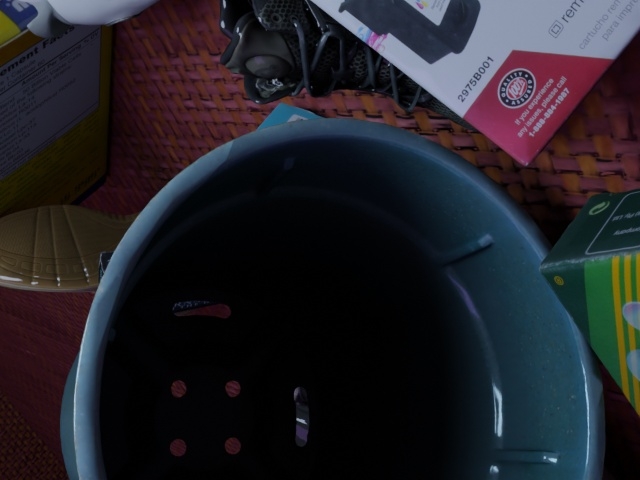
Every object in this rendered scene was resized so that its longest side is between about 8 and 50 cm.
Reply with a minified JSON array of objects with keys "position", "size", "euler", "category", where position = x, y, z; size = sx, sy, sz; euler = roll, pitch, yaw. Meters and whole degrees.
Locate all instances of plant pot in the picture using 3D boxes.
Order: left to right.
[{"position":[-0.037,0.124,0.642],"size":[0.341,0.341,0.334],"euler":[49,153,-8],"category":"plant pot"}]

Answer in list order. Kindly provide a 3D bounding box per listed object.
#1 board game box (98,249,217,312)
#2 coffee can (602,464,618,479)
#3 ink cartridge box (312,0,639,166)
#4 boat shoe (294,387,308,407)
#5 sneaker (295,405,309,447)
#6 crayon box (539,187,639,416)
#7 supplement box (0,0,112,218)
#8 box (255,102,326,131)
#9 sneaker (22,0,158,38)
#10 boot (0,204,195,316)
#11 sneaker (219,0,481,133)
[{"position":[-0.128,0.035,0.877],"size":[0.126,0.186,0.026],"euler":[114,141,-59],"category":"board game box"},{"position":[0.194,0.282,0.764],"size":[0.275,0.201,0.201],"euler":[49,150,-9],"category":"coffee can"},{"position":[0.079,-0.143,0.444],"size":[0.175,0.072,0.127],"euler":[39,116,8],"category":"ink cartridge box"},{"position":[-0.013,0.154,0.980],"size":[0.223,0.073,0.080],"euler":[41,150,5],"category":"boat shoe"},{"position":[0.030,0.311,1.073],"size":[0.286,0.130,0.109],"euler":[40,152,9],"category":"sneaker"},{"position":[0.306,0.104,0.524],"size":[0.323,0.083,0.203],"euler":[52,149,-15],"category":"crayon box"},{"position":[-0.347,-0.155,0.877],"size":[0.195,0.194,0.356],"euler":[40,149,8],"category":"supplement box"},{"position":[0.000,0.000,0.776],"size":[0.100,0.060,0.244],"euler":[23,145,20],"category":"box"},{"position":[-0.195,-0.305,0.598],"size":[0.146,0.122,0.330],"euler":[-3,134,23],"category":"sneaker"},{"position":[-0.239,0.037,0.968],"size":[0.203,0.262,0.095],"euler":[124,136,-63],"category":"boot"},{"position":[0.026,-0.113,0.547],"size":[0.227,0.130,0.087],"euler":[37,151,8],"category":"sneaker"}]
